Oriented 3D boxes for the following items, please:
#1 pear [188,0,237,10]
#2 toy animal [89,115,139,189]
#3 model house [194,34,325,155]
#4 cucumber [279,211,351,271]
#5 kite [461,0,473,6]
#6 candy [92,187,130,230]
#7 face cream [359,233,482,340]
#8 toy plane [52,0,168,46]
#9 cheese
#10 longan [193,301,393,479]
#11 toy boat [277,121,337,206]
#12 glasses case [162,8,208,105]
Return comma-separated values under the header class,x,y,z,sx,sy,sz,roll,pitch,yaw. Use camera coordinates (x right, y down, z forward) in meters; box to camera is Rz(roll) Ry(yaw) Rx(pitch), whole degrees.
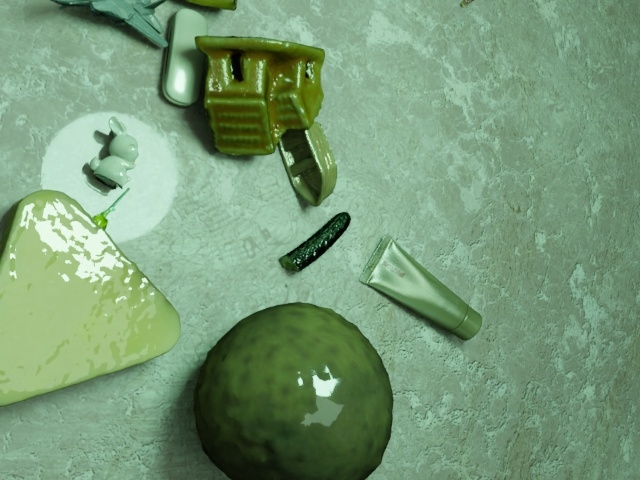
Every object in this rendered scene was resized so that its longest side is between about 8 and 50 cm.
class,x,y,z,sx,sy,sz,roll,pitch,yaw
pear,-0.264,-0.599,1.379,0.178,0.267,0.267,-6,89,-8
toy animal,-0.389,-0.165,1.312,0.085,0.071,0.124,27,80,-9
model house,-0.120,-0.296,1.409,0.268,0.173,0.239,0,96,-6
cucumber,0.000,0.000,1.558,0.058,0.052,0.214,44,59,10
kite,0.479,-0.803,1.956,0.360,0.022,0.204,-47,109,-28
candy,-0.407,-0.060,1.318,0.035,0.035,0.123,39,56,-11
face cream,0.258,0.132,1.699,0.341,0.084,0.137,35,77,-18
toy plane,-0.415,-0.456,1.292,0.267,0.088,0.212,-31,102,-50
cheese,-0.481,0.142,1.203,0.383,0.104,0.384,3,84,-32
longan,-0.050,0.316,1.314,0.391,0.391,0.391,3,84,-32
toy boat,-0.022,-0.171,1.521,0.061,0.116,0.188,-23,96,-39
glasses case,-0.281,-0.381,1.410,0.081,0.051,0.204,14,78,-35
